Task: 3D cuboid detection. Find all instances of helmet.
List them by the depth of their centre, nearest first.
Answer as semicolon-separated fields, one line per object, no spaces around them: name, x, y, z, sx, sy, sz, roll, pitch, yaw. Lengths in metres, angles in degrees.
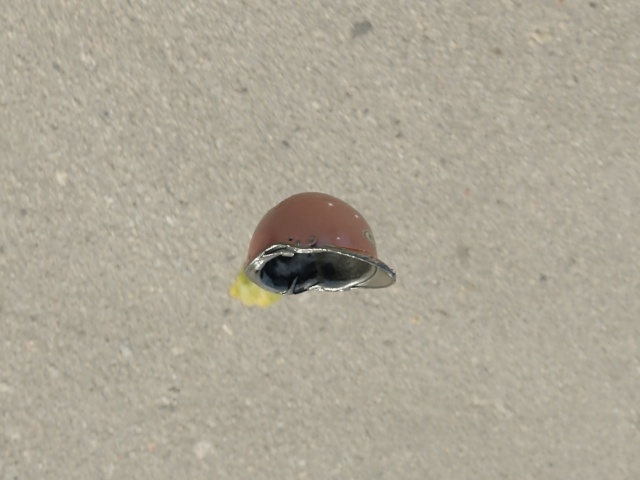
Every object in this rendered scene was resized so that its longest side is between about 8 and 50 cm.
helmet;0.001;-0.001;0.625;0.084;0.049;0.065;-2;156;17
